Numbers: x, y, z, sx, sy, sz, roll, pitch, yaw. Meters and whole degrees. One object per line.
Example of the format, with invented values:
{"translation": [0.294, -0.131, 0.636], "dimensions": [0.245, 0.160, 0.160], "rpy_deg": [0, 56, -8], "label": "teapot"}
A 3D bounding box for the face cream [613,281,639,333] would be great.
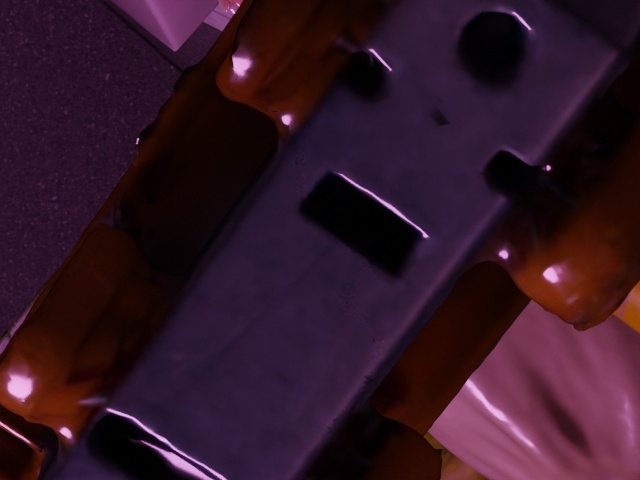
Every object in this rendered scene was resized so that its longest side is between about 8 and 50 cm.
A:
{"translation": [0.115, -0.049, 1.081], "dimensions": [0.273, 0.078, 0.078], "rpy_deg": [38, 177, 24], "label": "face cream"}

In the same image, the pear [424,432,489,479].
{"translation": [0.024, 0.081, 1.553], "dimensions": [0.391, 0.391, 0.391], "rpy_deg": [39, 177, 2], "label": "pear"}

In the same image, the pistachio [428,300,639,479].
{"translation": [0.133, 0.038, 1.194], "dimensions": [0.332, 0.208, 0.226], "rpy_deg": [47, -138, 13], "label": "pistachio"}

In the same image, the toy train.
{"translation": [0.000, 0.000, 0.709], "dimensions": [0.163, 0.369, 0.231], "rpy_deg": [34, -162, -7], "label": "toy train"}

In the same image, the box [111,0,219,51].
{"translation": [-0.155, -0.249, 1.241], "dimensions": [0.203, 0.106, 0.251], "rpy_deg": [41, 176, 4], "label": "box"}

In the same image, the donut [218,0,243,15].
{"translation": [-0.033, -0.173, 1.010], "dimensions": [0.233, 0.085, 0.199], "rpy_deg": [42, 177, -26], "label": "donut"}
